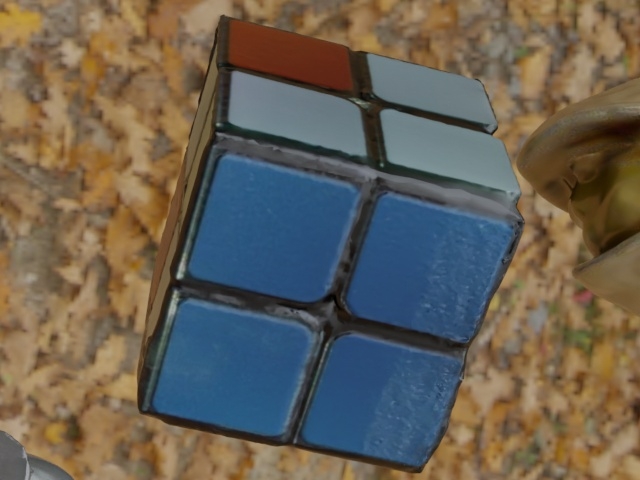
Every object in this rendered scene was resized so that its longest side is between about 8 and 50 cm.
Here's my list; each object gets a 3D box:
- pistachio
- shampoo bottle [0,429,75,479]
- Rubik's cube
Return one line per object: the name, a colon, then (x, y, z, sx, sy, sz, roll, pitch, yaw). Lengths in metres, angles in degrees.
pistachio: (0.276, -0.032, 0.939, 0.299, 0.187, 0.187, -3, 98, -34)
shampoo bottle: (-0.129, 0.099, 0.546, 0.080, 0.165, 0.040, 9, 70, -12)
Rubik's cube: (-0.001, 0.000, 0.816, 0.180, 0.167, 0.183, -93, -160, -60)
